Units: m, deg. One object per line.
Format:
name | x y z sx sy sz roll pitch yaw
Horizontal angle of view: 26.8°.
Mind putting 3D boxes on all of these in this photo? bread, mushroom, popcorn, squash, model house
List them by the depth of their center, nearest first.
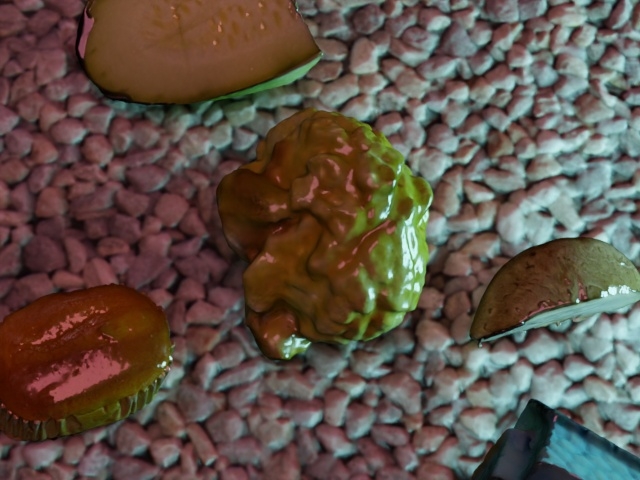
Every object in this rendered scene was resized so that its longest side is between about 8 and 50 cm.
model house | 0.259 0.280 1.335 0.261 0.226 0.241 31 30 1
bread | -0.244 0.120 1.346 0.190 0.114 0.132 -18 70 -20
popcorn | 0.000 0.000 1.382 0.237 0.206 0.251 43 86 -8
mushroom | 0.255 0.049 1.464 0.209 0.072 0.094 -12 62 -12
squash | -0.150 -0.233 1.473 0.155 0.204 0.237 -14 67 -38
